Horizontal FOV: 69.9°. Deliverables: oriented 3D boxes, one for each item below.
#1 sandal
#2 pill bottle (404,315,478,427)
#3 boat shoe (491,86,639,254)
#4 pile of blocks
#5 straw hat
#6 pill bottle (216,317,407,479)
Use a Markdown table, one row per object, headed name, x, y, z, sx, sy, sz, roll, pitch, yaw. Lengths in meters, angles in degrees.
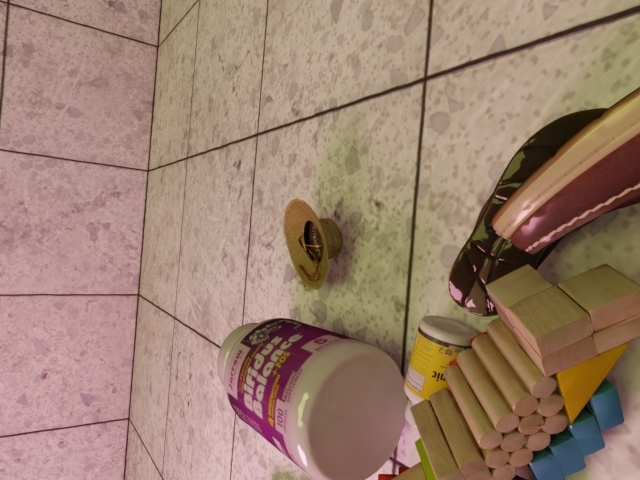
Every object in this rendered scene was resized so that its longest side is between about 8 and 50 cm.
| name | x | y | z | sx | sy | sz | roll | pitch | yaw |
| --- | --- | --- | --- | --- | --- | --- | --- | --- | --- |
| sandal | 0.199 | -0.021 | 0.425 | 0.090 | 0.060 | 0.219 | 34 | 118 | 18 |
| pill bottle | 0.129 | 0.148 | 0.507 | 0.065 | 0.065 | 0.116 | 27 | 109 | 54 |
| boat shoe | 0.270 | -0.066 | 0.264 | 0.342 | 0.123 | 0.123 | -36 | 78 | 31 |
| pile of blocks | 0.160 | 0.173 | 0.429 | 0.362 | 0.148 | 0.113 | -62 | 15 | 19 |
| straw hat | 0.000 | 0.000 | 0.721 | 0.144 | 0.061 | 0.145 | 35 | 132 | 51 |
| pill bottle | -0.036 | 0.203 | 0.655 | 0.301 | 0.169 | 0.169 | 1 | 87 | 56 |
